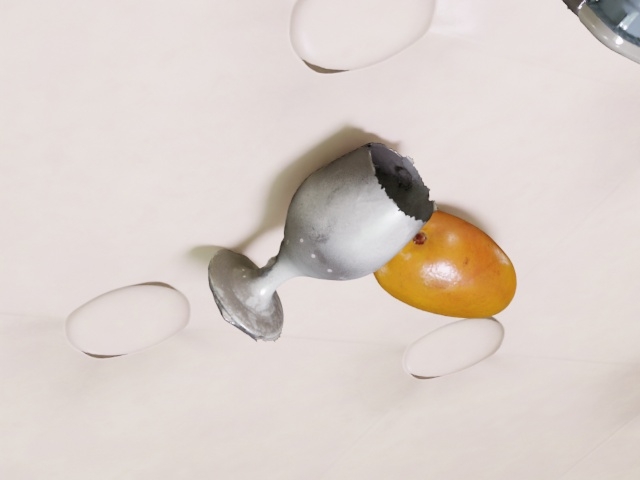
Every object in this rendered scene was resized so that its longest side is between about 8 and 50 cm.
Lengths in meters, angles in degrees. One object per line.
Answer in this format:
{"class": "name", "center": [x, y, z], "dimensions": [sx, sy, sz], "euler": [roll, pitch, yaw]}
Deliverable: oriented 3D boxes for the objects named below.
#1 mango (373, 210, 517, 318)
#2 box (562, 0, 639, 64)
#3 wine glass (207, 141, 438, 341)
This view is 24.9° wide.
{"class": "mango", "center": [0.151, 0.041, 1.698], "dimensions": [0.141, 0.102, 0.217], "euler": [-31, 144, 27]}
{"class": "box", "center": [0.310, -0.230, 1.343], "dimensions": [0.227, 0.162, 0.130], "euler": [15, 123, -42]}
{"class": "wine glass", "center": [0.000, 0.000, 1.537], "dimensions": [0.241, 0.126, 0.126], "euler": [-35, 145, 26]}
